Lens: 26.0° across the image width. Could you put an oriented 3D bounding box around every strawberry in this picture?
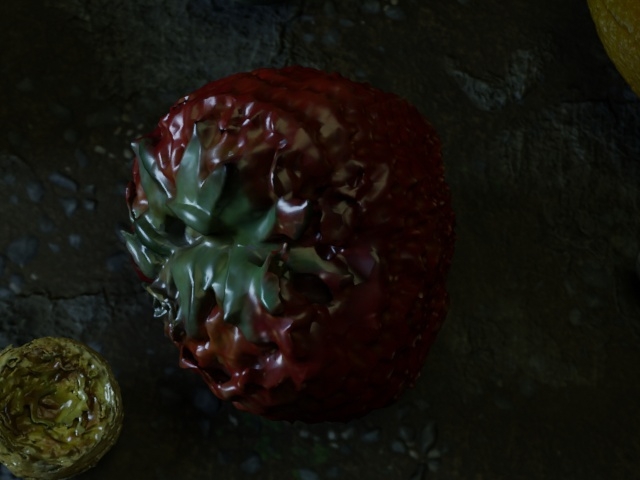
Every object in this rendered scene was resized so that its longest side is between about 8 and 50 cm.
[{"bbox_3d":[0.000,0.000,1.228,0.351,0.267,0.312,-17,96,-54],"label":"strawberry"}]

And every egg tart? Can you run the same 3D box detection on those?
[{"bbox_3d":[-0.231,0.146,1.178,0.129,0.049,0.129,8,66,-18],"label":"egg tart"}]

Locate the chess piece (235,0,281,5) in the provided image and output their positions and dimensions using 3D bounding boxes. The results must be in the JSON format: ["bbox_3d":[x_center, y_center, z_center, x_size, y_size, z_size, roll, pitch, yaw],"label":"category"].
[{"bbox_3d":[-0.081,-0.405,1.427,0.182,0.182,0.330,-6,77,-19],"label":"chess piece"}]

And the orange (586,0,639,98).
[{"bbox_3d":[0.453,-0.245,1.434,0.357,0.322,0.322,29,59,8],"label":"orange"}]

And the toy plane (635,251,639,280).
[{"bbox_3d":[0.396,0.053,1.396,0.174,0.080,0.174,15,43,-14],"label":"toy plane"}]
